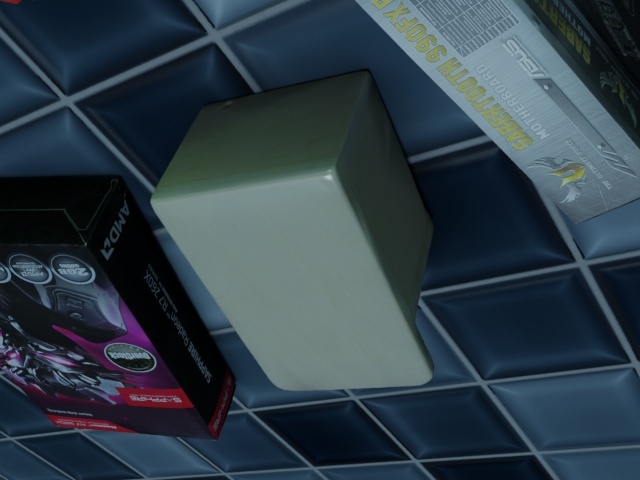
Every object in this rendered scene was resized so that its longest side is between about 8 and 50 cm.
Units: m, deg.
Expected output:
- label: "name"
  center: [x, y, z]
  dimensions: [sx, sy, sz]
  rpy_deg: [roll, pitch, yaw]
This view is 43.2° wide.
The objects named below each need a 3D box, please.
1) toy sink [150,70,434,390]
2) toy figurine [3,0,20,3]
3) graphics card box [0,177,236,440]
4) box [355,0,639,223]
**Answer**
- label: "toy sink"
  center: [0.000, 0.000, 0.663]
  dimensions: [0.152, 0.131, 0.234]
  rpy_deg: [-8, 131, 26]
- label: "toy figurine"
  center: [-0.377, -0.190, 0.523]
  dimensions: [0.362, 0.191, 0.217]
  rpy_deg: [28, 145, -14]
- label: "graphics card box"
  center: [-0.260, 0.090, 0.889]
  dimensions: [0.232, 0.094, 0.371]
  rpy_deg: [1, 139, 17]
- label: "box"
  center: [0.091, -0.147, 0.412]
  dimensions: [0.231, 0.183, 0.056]
  rpy_deg: [38, 136, -27]
